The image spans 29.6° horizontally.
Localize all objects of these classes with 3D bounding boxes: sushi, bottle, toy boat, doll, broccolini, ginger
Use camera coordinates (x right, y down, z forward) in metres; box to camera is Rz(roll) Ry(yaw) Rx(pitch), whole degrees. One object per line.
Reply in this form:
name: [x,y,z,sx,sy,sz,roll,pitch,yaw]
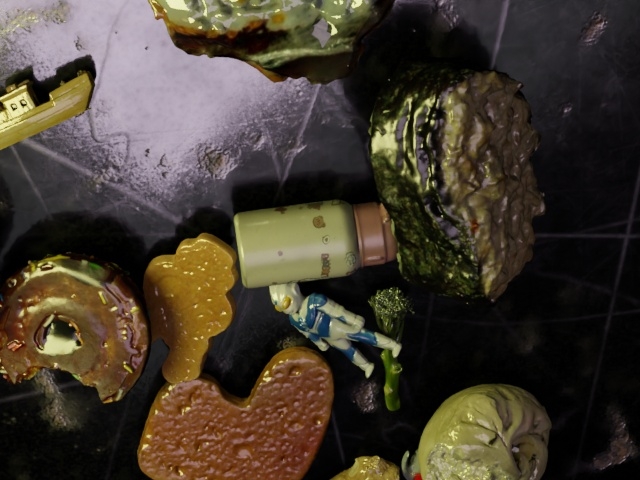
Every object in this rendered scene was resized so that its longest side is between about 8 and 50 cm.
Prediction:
sushi: [0.186,-0.078,1.606,0.171,0.211,0.350,9,124,33]
bottle: [0.000,0.000,1.689,0.233,0.110,0.110,-7,117,-5]
sushi: [-0.053,-0.396,1.454,0.417,0.176,0.417,0,116,1]
toy boat: [-0.391,-0.169,1.582,0.206,0.064,0.072,-23,102,4]
doll: [0.183,0.374,1.929,0.104,0.062,0.195,-2,124,6]
broccolini: [0.110,0.162,1.829,0.067,0.058,0.216,-7,127,-2]
ginger: [0.061,0.399,1.923,0.165,0.067,0.096,-31,117,23]
doll: [0.001,0.120,1.768,0.227,0.057,0.114,36,144,-10]

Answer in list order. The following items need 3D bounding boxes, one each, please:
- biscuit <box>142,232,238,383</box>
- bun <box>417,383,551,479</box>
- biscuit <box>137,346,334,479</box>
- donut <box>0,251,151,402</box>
biscuit: [-0.195,0.092,1.725,0.144,0.040,0.236,29,113,-5]
bun: [0.258,0.325,1.849,0.237,0.116,0.210,-47,118,-14]
biscuit: [-0.125,0.265,1.838,0.277,0.052,0.262,10,110,-12]
donut: [-0.345,0.114,1.695,0.230,0.096,0.216,1,106,6]
